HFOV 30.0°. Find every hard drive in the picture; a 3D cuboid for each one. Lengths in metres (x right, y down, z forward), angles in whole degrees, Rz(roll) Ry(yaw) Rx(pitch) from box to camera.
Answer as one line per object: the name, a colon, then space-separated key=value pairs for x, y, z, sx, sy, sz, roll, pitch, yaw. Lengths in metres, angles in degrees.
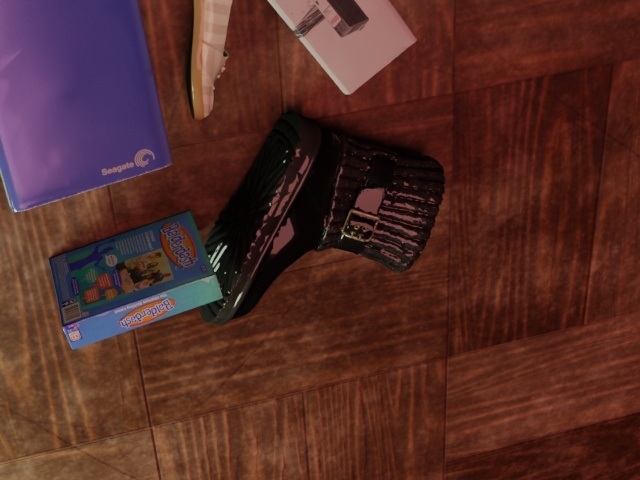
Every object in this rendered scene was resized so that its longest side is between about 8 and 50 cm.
hard drive: x=-0.311 y=-0.211 z=1.440 sx=0.210 sy=0.040 sz=0.318 roll=-19 pitch=119 yaw=-19

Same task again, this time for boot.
boot: x=0.002 y=0.001 z=1.698 sx=0.260 sy=0.131 sz=0.348 roll=19 pitch=115 yaw=-30

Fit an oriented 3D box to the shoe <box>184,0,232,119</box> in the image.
shoe: x=-0.137 y=-0.251 z=1.504 sx=0.058 sy=0.076 sz=0.219 roll=-2 pitch=122 yaw=-13

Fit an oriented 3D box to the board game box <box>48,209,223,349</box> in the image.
board game box: x=-0.253 y=0.050 z=1.621 sx=0.210 sy=0.160 sz=0.047 roll=-19 pitch=128 yaw=-6

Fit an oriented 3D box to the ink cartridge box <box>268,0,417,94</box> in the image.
ink cartridge box: x=-0.025 y=-0.331 z=1.412 sx=0.114 sy=0.197 sz=0.273 roll=-37 pitch=128 yaw=7
